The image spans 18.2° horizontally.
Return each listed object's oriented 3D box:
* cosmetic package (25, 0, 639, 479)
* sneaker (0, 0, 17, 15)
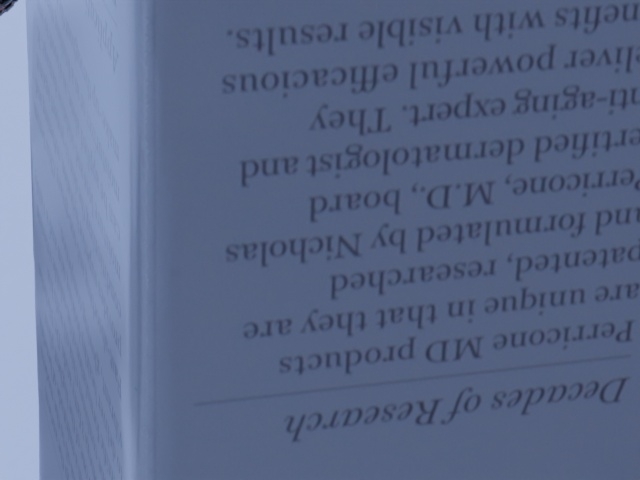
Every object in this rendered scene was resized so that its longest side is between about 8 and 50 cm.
[{"bbox_3d":[0.000,0.000,0.624,0.162,0.453,0.230,-5,-150,-14],"label":"cosmetic package"},{"bbox_3d":[-0.237,-0.243,1.596,0.087,0.083,0.221,49,-139,12],"label":"sneaker"}]
